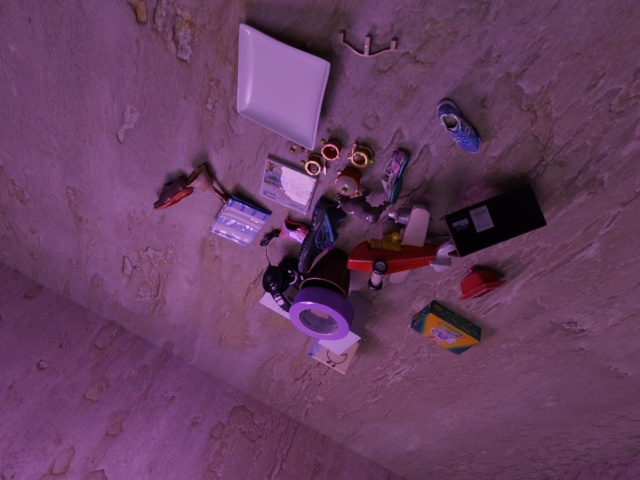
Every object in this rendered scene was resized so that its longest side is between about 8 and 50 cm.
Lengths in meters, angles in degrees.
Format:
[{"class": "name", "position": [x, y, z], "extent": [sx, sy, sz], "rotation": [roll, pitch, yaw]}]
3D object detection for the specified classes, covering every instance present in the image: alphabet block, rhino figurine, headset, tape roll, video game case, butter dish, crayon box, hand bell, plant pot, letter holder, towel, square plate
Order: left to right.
[{"class": "hand bell", "position": [-0.469, -0.218, 1.992], "extent": [0.126, 0.126, 0.242], "rotation": [-22, 130, 37]}, {"class": "towel", "position": [-0.378, -0.083, 2.078], "extent": [0.209, 0.034, 0.285], "rotation": [25, 138, -20]}, {"class": "square plate", "position": [-0.135, -0.526, 1.539], "extent": [0.348, 0.049, 0.343], "rotation": [30, 140, 13]}, {"class": "headset", "position": [-0.163, 0.153, 2.109], "extent": [0.185, 0.243, 0.394], "rotation": [-34, 87, 29]}, {"class": "video game case", "position": [-0.138, -0.229, 1.875], "extent": [0.227, 0.026, 0.206], "rotation": [23, 136, 3]}, {"class": "tape roll", "position": [0.005, 0.324, 1.952], "extent": [0.275, 0.090, 0.274], "rotation": [12, 138, 11]}, {"class": "plant pot", "position": [0.046, 0.156, 1.998], "extent": [0.216, 0.230, 0.215], "rotation": [13, 138, 12]}, {"class": "alphabet block", "position": [0.067, 0.582, 2.377], "extent": [0.197, 0.192, 0.193], "rotation": [28, 167, -3]}, {"class": "rhino figurine", "position": [0.145, -0.140, 1.746], "extent": [0.243, 0.106, 0.073], "rotation": [27, 157, 32]}, {"class": "crayon box", "position": [0.593, 0.417, 2.109], "extent": [0.279, 0.081, 0.165], "rotation": [30, 136, -5]}, {"class": "butter dish", "position": [0.649, 0.166, 1.838], "extent": [0.160, 0.118, 0.160], "rotation": [-2, 152, -38]}, {"class": "letter holder", "position": [0.583, -0.064, 1.568], "extent": [0.302, 0.214, 0.151], "rotation": [-21, 87, 4]}]

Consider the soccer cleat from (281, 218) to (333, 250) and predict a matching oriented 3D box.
[{"class": "soccer cleat", "position": [-0.061, -0.022, 1.991], "extent": [0.248, 0.083, 0.095], "rotation": [21, 143, 10]}]

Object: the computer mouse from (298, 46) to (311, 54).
[{"class": "computer mouse", "position": [-0.077, -0.559, 1.539], "extent": [0.071, 0.041, 0.242], "rotation": [34, 143, 6]}]

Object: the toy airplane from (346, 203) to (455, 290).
[{"class": "toy airplane", "position": [0.333, 0.023, 1.766], "extent": [0.386, 0.272, 0.385], "rotation": [-39, 140, 25]}]

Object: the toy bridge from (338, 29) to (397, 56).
[{"class": "toy bridge", "position": [0.149, -0.611, 1.394], "extent": [0.188, 0.026, 0.063], "rotation": [14, 137, 11]}]

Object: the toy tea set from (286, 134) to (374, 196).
[{"class": "toy tea set", "position": [0.024, -0.286, 1.678], "extent": [0.337, 0.124, 0.199], "rotation": [18, 135, 7]}]

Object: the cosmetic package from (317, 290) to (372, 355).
[{"class": "cosmetic package", "position": [0.122, 0.411, 2.209], "extent": [0.138, 0.224, 0.224], "rotation": [32, 135, -7]}]

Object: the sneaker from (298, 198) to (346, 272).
[{"class": "sneaker", "position": [0.000, 0.000, 1.895], "extent": [0.140, 0.125, 0.340], "rotation": [18, 112, -7]}]

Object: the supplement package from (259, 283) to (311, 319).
[{"class": "supplement package", "position": [-0.164, 0.299, 2.293], "extent": [0.244, 0.139, 0.133], "rotation": [30, 136, -6]}]

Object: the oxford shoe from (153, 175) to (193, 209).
[{"class": "oxford shoe", "position": [-0.708, -0.222, 2.100], "extent": [0.272, 0.097, 0.098], "rotation": [-22, 99, 32]}]

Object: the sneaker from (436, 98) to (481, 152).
[{"class": "sneaker", "position": [0.449, -0.359, 1.456], "extent": [0.211, 0.081, 0.080], "rotation": [41, 132, -18]}]

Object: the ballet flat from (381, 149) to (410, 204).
[{"class": "ballet flat", "position": [0.271, -0.240, 1.660], "extent": [0.079, 0.077, 0.221], "rotation": [30, 134, 22]}]
